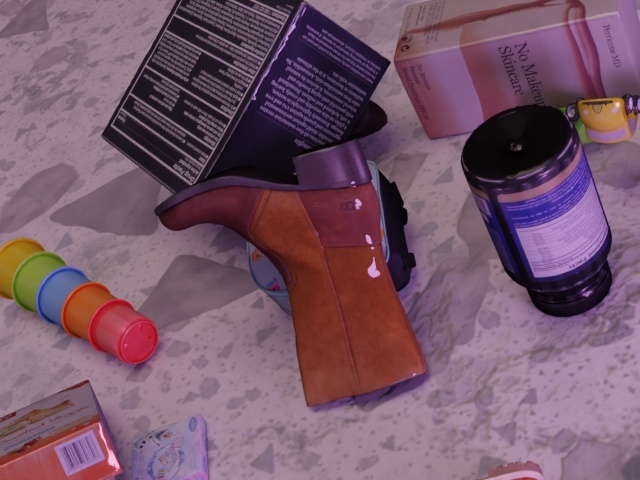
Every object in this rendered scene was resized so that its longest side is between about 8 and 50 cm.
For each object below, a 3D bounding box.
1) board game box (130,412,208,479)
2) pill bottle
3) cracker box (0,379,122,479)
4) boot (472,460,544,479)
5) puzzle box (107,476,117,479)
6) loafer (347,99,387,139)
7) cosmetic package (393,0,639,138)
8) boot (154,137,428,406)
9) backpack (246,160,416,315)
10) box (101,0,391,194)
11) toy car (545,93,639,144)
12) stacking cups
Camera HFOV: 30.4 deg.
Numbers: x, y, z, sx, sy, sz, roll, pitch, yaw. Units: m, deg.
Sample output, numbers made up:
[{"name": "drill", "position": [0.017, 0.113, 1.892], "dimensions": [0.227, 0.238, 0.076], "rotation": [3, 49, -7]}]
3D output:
[{"name": "board game box", "position": [-0.174, 0.251, 1.352], "dimensions": [0.090, 0.020, 0.090], "rotation": [-22, 38, 10]}, {"name": "pill bottle", "position": [0.237, -0.024, 1.242], "dimensions": [0.122, 0.219, 0.123], "rotation": [-17, 39, 15]}, {"name": "cracker box", "position": [-0.315, 0.236, 1.325], "dimensions": [0.155, 0.067, 0.232], "rotation": [-24, 9, -12]}, {"name": "boot", "position": [0.141, 0.269, 1.103], "dimensions": [0.157, 0.059, 0.085], "rotation": [-21, 43, 9]}, {"name": "puzzle box", "position": [-0.443, 0.360, 1.276], "dimensions": [0.408, 0.052, 0.272], "rotation": [-19, 9, 14]}, {"name": "loafer", "position": [0.010, -0.164, 1.681], "dimensions": [0.220, 0.078, 0.080], "rotation": [7, 85, 50]}, {"name": "cosmetic package", "position": [0.263, -0.247, 1.540], "dimensions": [0.296, 0.153, 0.129], "rotation": [-10, 43, 25]}, {"name": "boot", "position": [-0.036, 0.048, 1.323], "dimensions": [0.264, 0.281, 0.096], "rotation": [-13, 9, 13]}, {"name": "backpack", "position": [0.000, 0.000, 1.423], "dimensions": [0.188, 0.144, 0.166], "rotation": [-21, 59, 24]}, {"name": "box", "position": [-0.110, -0.191, 1.610], "dimensions": [0.296, 0.182, 0.294], "rotation": [36, 96, 50]}, {"name": "toy car", "position": [0.351, -0.142, 1.405], "dimensions": [0.239, 0.053, 0.225], "rotation": [-5, 4, -29]}, {"name": "stacking cups", "position": [-0.337, 0.090, 1.592], "dimensions": [0.096, 0.096, 0.316], "rotation": [-44, 43, -19]}]
